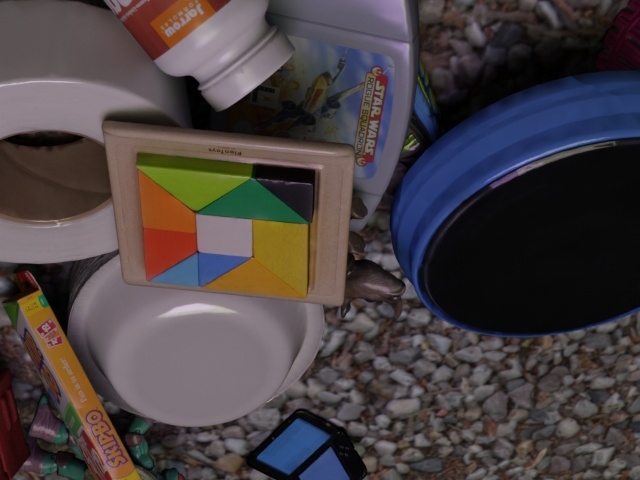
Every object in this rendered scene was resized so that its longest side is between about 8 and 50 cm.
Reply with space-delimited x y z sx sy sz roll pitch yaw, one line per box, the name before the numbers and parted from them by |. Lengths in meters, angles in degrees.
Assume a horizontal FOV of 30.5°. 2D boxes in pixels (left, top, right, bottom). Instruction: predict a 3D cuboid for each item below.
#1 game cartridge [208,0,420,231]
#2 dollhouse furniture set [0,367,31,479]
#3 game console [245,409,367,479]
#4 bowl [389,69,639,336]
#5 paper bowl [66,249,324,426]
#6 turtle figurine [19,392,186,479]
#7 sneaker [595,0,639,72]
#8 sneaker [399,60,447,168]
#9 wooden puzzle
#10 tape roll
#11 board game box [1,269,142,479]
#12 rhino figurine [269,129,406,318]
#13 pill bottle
game cartridge | -0.007 -0.145 1.152 0.198 0.062 0.297 15 128 8
dollhouse furniture set | -0.464 0.116 1.276 0.201 0.152 0.374 -4 108 6
game console | -0.019 0.296 1.530 0.122 0.107 0.071 -46 150 25
bowl | 0.271 -0.020 1.257 0.391 0.077 0.391 -7 145 -5
paper bowl | -0.136 0.092 1.297 0.284 0.148 0.284 -4 128 -5
turtle figurine | -0.246 0.269 1.442 0.234 0.118 0.175 19 112 -12
sneaker | 0.392 -0.215 1.169 0.252 0.103 0.111 -39 123 21
sneaker | 0.087 -0.117 1.228 0.078 0.067 0.188 -8 132 20
wooden puzzle | -0.084 -0.013 1.082 0.221 0.044 0.238 6 141 3
tape roll | -0.261 -0.094 1.102 0.286 0.100 0.286 -8 148 -5
board game box | -0.275 0.153 1.269 0.039 0.124 0.259 -26 96 -22
rhino figurine | 0.000 0.000 1.177 0.243 0.073 0.106 43 136 -22
pill bottle | -0.123 -0.223 1.020 0.121 0.121 0.216 -35 104 18
